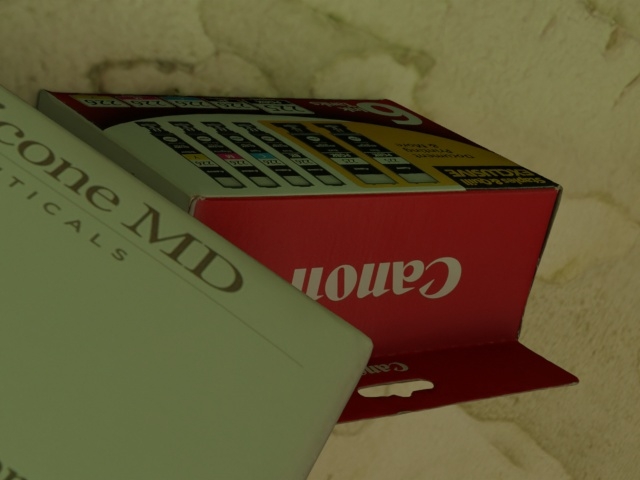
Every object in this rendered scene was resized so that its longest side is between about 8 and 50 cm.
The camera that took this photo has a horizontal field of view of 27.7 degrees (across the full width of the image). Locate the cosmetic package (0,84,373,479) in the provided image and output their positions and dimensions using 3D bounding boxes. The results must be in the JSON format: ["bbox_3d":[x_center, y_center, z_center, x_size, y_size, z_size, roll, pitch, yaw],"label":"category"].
[{"bbox_3d":[-0.236,0.153,0.567,0.327,0.329,0.393,-56,179,30],"label":"cosmetic package"}]

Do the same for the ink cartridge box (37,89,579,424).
[{"bbox_3d":[0.000,0.000,0.877,0.310,0.272,0.130,-4,115,-38],"label":"ink cartridge box"}]
